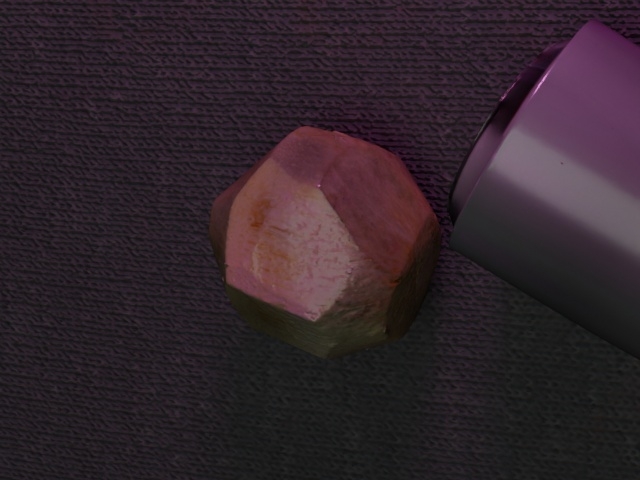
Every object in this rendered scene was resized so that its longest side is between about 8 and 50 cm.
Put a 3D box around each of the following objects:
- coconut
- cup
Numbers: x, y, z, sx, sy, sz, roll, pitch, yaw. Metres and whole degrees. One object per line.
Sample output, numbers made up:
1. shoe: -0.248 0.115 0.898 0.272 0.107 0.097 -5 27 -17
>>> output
1. coconut: 0.000 0.000 1.973 0.237 0.197 0.236 2 95 23
2. cup: 0.321 -0.015 1.800 0.372 0.253 0.253 33 116 8
